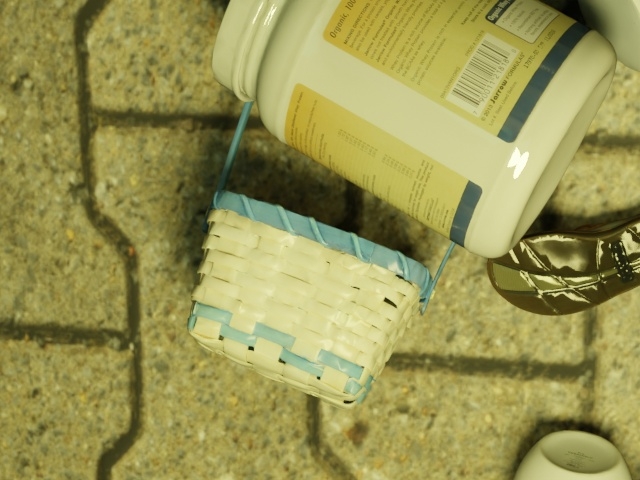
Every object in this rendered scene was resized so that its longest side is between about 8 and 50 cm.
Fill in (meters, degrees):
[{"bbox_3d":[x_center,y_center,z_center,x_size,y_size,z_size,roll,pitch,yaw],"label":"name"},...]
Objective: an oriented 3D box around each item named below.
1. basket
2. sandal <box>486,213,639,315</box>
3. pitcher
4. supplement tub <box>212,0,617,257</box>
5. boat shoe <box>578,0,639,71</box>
[{"bbox_3d":[0.000,0.000,1.573,0.254,0.201,0.289,24,85,7],"label":"basket"},{"bbox_3d":[0.273,0.011,1.563,0.219,0.060,0.090,-19,106,6],"label":"sandal"},{"bbox_3d":[0.274,0.307,1.607,0.177,0.125,0.207,12,116,18],"label":"pitcher"},{"bbox_3d":[0.083,-0.152,1.454,0.316,0.228,0.228,31,111,11],"label":"supplement tub"},{"bbox_3d":[0.280,-0.255,1.423,0.084,0.258,0.095,-42,54,-12],"label":"boat shoe"}]
